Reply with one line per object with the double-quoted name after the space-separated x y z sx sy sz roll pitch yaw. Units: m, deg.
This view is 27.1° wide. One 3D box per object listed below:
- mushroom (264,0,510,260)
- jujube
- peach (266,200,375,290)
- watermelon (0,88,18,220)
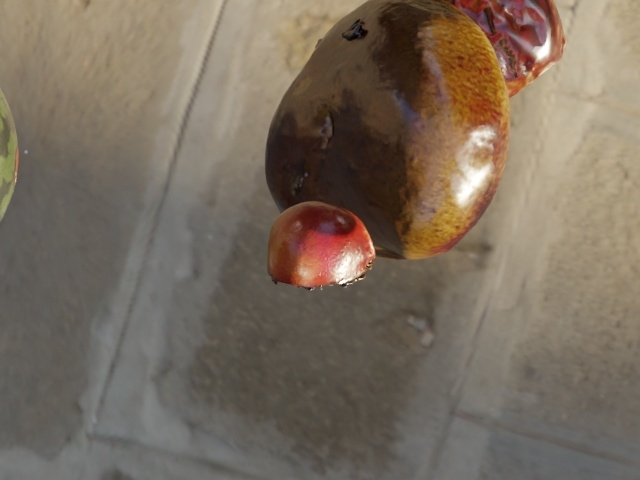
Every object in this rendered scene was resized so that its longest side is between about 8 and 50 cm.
0.097 -0.129 1.600 0.260 0.345 0.345 10 92 -44 "mushroom"
0.200 -0.300 1.700 0.183 0.183 0.243 -36 91 -8 "jujube"
-0.001 0.000 1.152 0.098 0.098 0.061 -9 120 -12 "peach"
-0.333 -0.068 1.006 0.212 0.212 0.212 -1 94 -12 "watermelon"
